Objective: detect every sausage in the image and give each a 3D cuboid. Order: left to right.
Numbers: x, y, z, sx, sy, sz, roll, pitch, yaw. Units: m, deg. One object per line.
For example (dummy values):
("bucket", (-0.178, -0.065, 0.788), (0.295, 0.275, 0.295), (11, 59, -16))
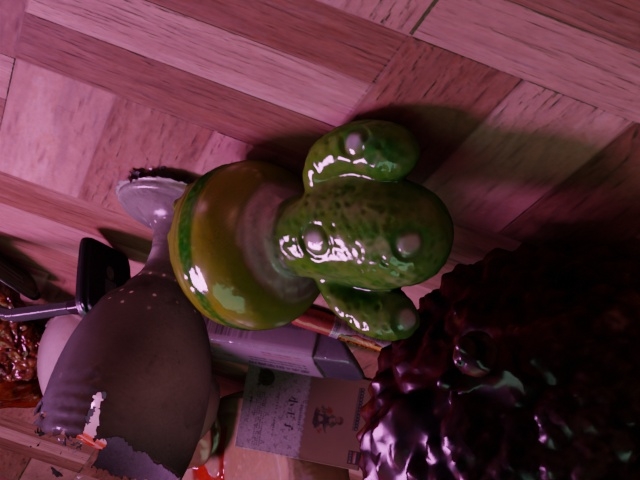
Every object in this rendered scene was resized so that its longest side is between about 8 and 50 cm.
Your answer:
("sausage", (0.067, 0.131, 2.105), (0.253, 0.034, 0.034), (19, 158, -6))

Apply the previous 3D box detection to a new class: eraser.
("eraser", (-0.104, 0.136, 2.195), (0.352, 0.061, 0.089), (8, 156, 18))

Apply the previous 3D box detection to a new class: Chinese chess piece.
("Chinese chess piece", (-0.099, 0.406, 2.478), (0.141, 0.338, 0.338), (12, 165, -39))

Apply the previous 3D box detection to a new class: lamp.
("lamp", (-0.368, 0.067, 2.139), (0.283, 0.124, 0.203), (6, 166, 29))

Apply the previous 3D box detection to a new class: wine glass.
("wine glass", (-0.201, 0.110, 1.807), (0.191, 0.357, 0.190), (15, 161, 5))

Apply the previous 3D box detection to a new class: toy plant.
("toy plant", (0.000, 0.000, 1.609), (0.184, 0.224, 0.316), (-16, -175, -44))

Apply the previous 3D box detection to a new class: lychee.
("lychee", (0.239, 0.199, 1.640), (0.425, 0.424, 0.500), (3, 149, 29))

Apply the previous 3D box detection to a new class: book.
("book", (-0.025, 0.259, 2.338), (0.199, 0.138, 0.016), (10, 176, 14))

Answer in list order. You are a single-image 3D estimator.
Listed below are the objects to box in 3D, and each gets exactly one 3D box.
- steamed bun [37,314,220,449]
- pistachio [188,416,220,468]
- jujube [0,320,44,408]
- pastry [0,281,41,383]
("steamed bun", (-0.289, 0.219, 2.258), (0.283, 0.177, 0.283), (29, 179, 1))
("pistachio", (-0.278, 0.258, 2.466), (0.261, 0.163, 0.212), (11, 123, 17))
("jujube", (-0.509, 0.192, 2.467), (0.190, 0.190, 0.255), (-8, 155, 45))
("pastry", (-0.480, 0.120, 2.299), (0.208, 0.115, 0.097), (64, 167, -23))
